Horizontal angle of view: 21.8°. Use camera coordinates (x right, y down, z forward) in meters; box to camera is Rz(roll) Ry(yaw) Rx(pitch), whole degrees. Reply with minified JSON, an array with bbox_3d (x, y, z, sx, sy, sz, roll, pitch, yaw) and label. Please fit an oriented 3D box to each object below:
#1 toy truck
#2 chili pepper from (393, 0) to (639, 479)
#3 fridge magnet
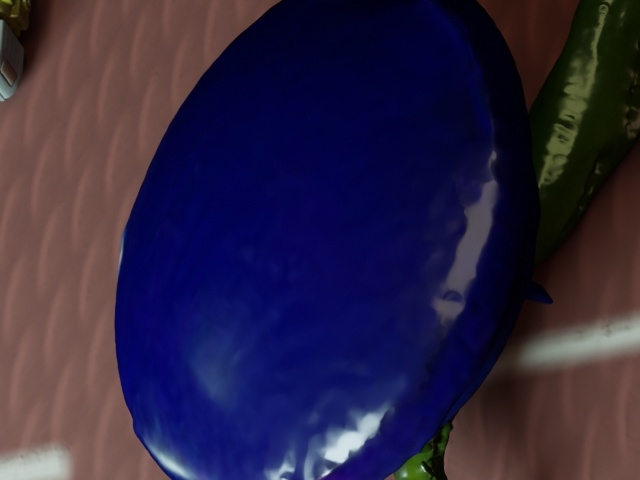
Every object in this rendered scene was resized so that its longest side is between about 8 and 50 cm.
[{"bbox_3d":[-0.195,-0.138,0.949,0.063,0.052,0.123,-2,69,8],"label":"toy truck"},{"bbox_3d":[0.120,-0.027,0.811,0.085,0.076,0.359,26,85,-14],"label":"chili pepper"},{"bbox_3d":[0.000,0.000,0.774,0.265,0.113,0.265,-24,57,42],"label":"fridge magnet"}]
